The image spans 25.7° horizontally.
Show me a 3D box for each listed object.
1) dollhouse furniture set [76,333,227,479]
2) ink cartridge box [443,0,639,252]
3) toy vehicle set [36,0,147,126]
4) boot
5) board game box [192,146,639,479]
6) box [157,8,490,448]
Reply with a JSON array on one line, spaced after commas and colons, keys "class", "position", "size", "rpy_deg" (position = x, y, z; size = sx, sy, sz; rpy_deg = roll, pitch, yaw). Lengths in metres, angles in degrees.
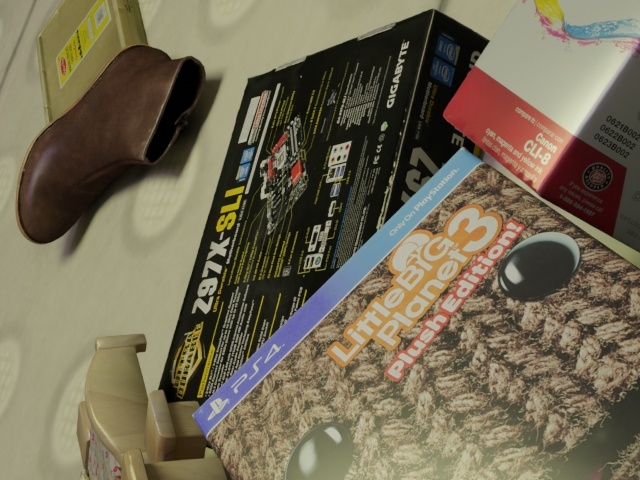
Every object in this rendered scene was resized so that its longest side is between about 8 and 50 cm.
[{"class": "dollhouse furniture set", "position": [-0.200, 0.173, 1.042], "size": [0.355, 0.174, 0.303], "rpy_deg": [-114, 28, -47]}, {"class": "ink cartridge box", "position": [0.190, -0.100, 0.834], "size": [0.176, 0.128, 0.127], "rpy_deg": [-57, 32, 11]}, {"class": "toy vehicle set", "position": [-0.283, -0.234, 1.712], "size": [0.166, 0.035, 0.267], "rpy_deg": [-49, 35, 23]}, {"class": "boot", "position": [-0.227, -0.096, 1.478], "size": [0.248, 0.090, 0.207], "rpy_deg": [-62, 29, -4]}, {"class": "board game box", "position": [0.100, 0.118, 0.744], "size": [0.232, 0.141, 0.291], "rpy_deg": [-45, 33, -1]}, {"class": "box", "position": [0.000, 0.000, 1.092], "size": [0.257, 0.079, 0.322], "rpy_deg": [-13, 57, 54]}]
